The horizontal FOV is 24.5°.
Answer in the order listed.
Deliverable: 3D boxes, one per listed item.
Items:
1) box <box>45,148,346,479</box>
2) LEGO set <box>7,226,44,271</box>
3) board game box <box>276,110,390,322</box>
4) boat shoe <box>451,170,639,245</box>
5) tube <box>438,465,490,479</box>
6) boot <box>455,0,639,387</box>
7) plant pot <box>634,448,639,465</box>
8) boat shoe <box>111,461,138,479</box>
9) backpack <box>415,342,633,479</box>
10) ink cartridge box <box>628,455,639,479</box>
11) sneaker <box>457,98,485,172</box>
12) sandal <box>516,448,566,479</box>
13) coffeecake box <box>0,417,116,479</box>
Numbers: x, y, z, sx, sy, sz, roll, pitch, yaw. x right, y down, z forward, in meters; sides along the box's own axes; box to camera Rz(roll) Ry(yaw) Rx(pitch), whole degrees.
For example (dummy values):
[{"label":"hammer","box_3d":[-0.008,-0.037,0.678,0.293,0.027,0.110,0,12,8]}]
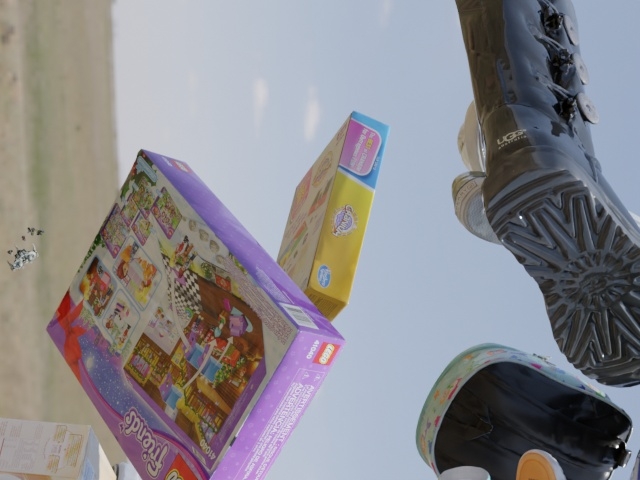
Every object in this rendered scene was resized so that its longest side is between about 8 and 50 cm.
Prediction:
[{"label":"box","box_3d":[-0.116,0.080,1.245,0.201,0.057,0.293,-59,-137,16]},{"label":"LEGO set","box_3d":[-0.436,0.018,2.185,0.023,0.054,0.083,49,-46,30]},{"label":"board game box","box_3d":[0.000,0.000,2.173,0.242,0.064,0.316,129,-21,-56]},{"label":"boat shoe","box_3d":[0.300,-0.021,1.819,0.109,0.302,0.094,-62,-161,20]},{"label":"tube","box_3d":[0.158,0.338,1.532,0.052,0.080,0.207,-42,127,-63]},{"label":"boot","box_3d":[0.280,-0.099,1.709,0.367,0.146,0.445,56,19,-36]},{"label":"plant pot","box_3d":[0.545,0.209,1.863,0.271,0.272,0.255,97,8,-46]},{"label":"boat shoe","box_3d":[-0.345,0.397,1.865,0.306,0.105,0.113,-54,-163,13]},{"label":"backpack","box_3d":[0.260,0.259,1.984,0.225,0.254,0.191,-63,-164,5]},{"label":"ink cartridge box","box_3d":[0.490,0.302,1.622,0.307,0.304,0.072,78,23,-66]},{"label":"sneaker","box_3d":[0.220,-0.133,1.994,0.123,0.106,0.290,37,-6,26]},{"label":"sandal","box_3d":[0.237,0.374,1.680,0.102,0.076,0.265,-6,-89,57]},{"label":"coffeecake box","box_3d":[-0.338,0.258,1.650,0.142,0.186,0.068,81,15,-57]}]
